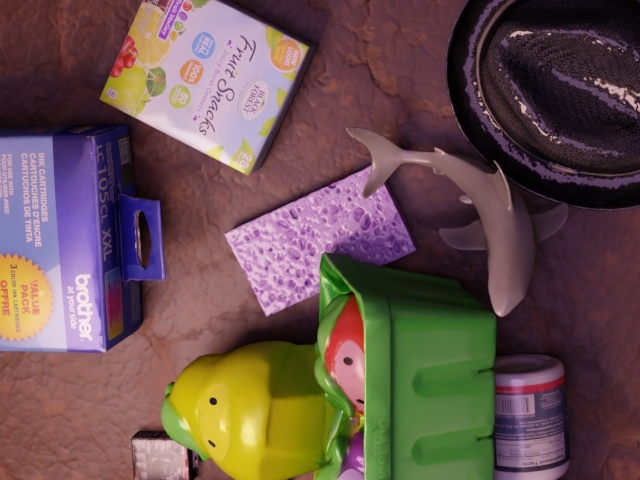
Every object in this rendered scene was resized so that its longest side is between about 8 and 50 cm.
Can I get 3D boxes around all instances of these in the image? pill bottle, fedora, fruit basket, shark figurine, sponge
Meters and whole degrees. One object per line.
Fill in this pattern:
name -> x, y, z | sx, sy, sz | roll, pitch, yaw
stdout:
pill bottle -> 0.240, 0.233, 1.804 | 0.107, 0.108, 0.180 | -3, 100, 12
fedora -> 0.297, -0.178, 1.697 | 0.334, 0.152, 0.334 | 2, 100, 11
fruit basket -> 0.002, 0.208, 1.766 | 0.392, 0.283, 0.392 | -2, 103, -11
shark figurine -> 0.171, -0.064, 1.730 | 0.166, 0.116, 0.278 | -37, 63, -16
sponge -> 0.000, 0.000, 1.851 | 0.210, 0.031, 0.117 | -24, 94, 14

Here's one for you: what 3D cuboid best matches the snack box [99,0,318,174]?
snack box -> -0.133, -0.202, 1.822 | 0.207, 0.070, 0.175 | 26, 103, 4

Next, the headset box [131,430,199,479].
headset box -> -0.196, 0.277, 1.939 | 0.083, 0.032, 0.062 | -1, 100, 11

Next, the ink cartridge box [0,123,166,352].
ink cartridge box -> -0.372, -0.005, 1.868 | 0.395, 0.151, 0.270 | -1, 100, 10
